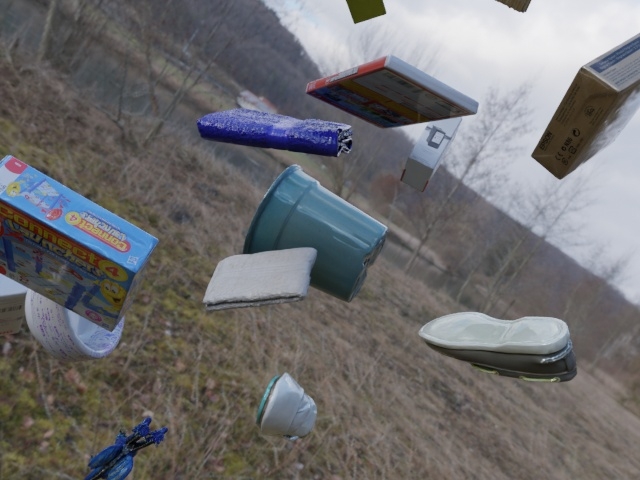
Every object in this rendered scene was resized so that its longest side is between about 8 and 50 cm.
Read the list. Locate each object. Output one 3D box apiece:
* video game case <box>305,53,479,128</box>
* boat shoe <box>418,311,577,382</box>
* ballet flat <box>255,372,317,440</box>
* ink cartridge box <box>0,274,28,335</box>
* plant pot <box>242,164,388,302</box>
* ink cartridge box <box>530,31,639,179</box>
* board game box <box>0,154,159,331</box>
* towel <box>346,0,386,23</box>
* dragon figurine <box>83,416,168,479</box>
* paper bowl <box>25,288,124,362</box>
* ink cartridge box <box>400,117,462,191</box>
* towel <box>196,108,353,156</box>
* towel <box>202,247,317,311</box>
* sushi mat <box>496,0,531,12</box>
[{"bbox_3d":[0.123,-0.267,1.052,0.204,0.025,0.285,18,-4,-29],"label":"video game case"},{"bbox_3d":[0.305,0.192,1.011,0.305,0.109,0.091,-5,-65,53],"label":"boat shoe"},{"bbox_3d":[-0.070,0.394,1.286,0.139,0.139,0.400,36,-22,9],"label":"ballet flat"},{"bbox_3d":[-0.887,0.138,1.481,0.171,0.233,0.168,-7,59,-42],"label":"ink cartridge box"},{"bbox_3d":[0.000,0.000,1.682,0.334,0.341,0.341,28,3,10],"label":"plant pot"},{"bbox_3d":[0.537,-0.254,1.088,0.088,0.193,0.235,46,-28,23],"label":"ink cartridge box"},{"bbox_3d":[-0.505,0.024,1.118,0.308,0.086,0.302,30,-39,-9],"label":"board game box"},{"bbox_3d":[0.100,-0.712,1.535,0.237,0.102,0.021,60,30,-43],"label":"towel"},{"bbox_3d":[-0.506,0.540,1.373,0.085,0.289,0.144,51,-23,-4],"label":"dragon figurine"},{"bbox_3d":[-0.640,0.171,1.455,0.148,0.284,0.284,-8,-2,8],"label":"paper bowl"},{"bbox_3d":[0.242,-0.199,1.238,0.063,0.150,0.109,28,-20,9],"label":"ink cartridge box"},{"bbox_3d":[-0.088,-0.241,1.234,0.308,0.076,0.227,8,12,8],"label":"towel"},{"bbox_3d":[-0.155,0.101,1.459,0.187,0.282,0.049,-76,155,-51],"label":"towel"},{"bbox_3d":[0.365,-0.571,1.037,0.151,0.019,0.316,30,-24,11],"label":"sushi mat"}]
